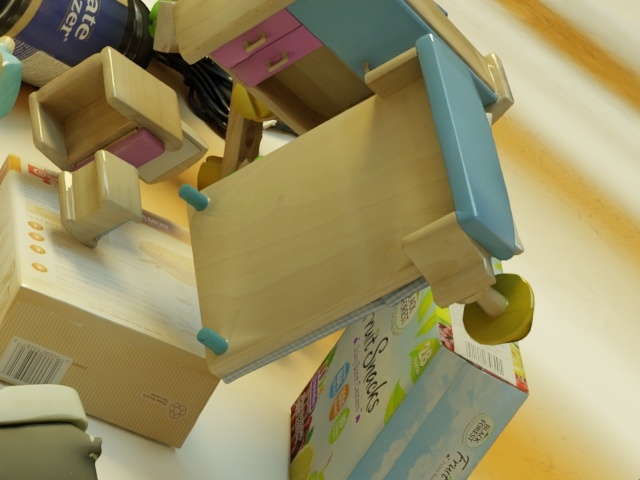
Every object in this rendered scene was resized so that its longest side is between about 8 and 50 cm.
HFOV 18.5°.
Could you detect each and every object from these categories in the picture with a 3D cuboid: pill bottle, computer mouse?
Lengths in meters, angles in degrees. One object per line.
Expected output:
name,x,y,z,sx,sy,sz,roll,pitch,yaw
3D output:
pill bottle,-0.225,-0.187,1.577,0.123,0.123,0.219,42,9,26
computer mouse,-0.030,-0.152,1.893,0.272,0.072,0.188,9,29,-49

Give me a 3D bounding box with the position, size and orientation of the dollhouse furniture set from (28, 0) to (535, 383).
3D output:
dollhouse furniture set,0.000,0.000,1.215,0.198,0.286,0.303,40,29,-44

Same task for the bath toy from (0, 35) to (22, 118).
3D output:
bath toy,-0.374,-0.186,1.383,0.348,0.151,0.129,37,55,14

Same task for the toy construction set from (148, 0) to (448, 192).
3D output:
toy construction set,-0.057,-0.084,1.558,0.237,0.257,0.309,19,39,16

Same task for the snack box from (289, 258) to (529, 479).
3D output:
snack box,0.050,0.102,1.242,0.070,0.174,0.207,30,20,-13

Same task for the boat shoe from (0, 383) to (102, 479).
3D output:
boat shoe,-0.203,0.128,0.892,0.305,0.109,0.091,-1,64,-57

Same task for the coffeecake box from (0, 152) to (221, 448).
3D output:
coffeecake box,-0.147,0.035,1.264,0.142,0.068,0.185,24,21,-21

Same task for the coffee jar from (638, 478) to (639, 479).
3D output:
coffee jar,0.285,0.245,1.374,0.184,0.096,0.079,44,25,28
